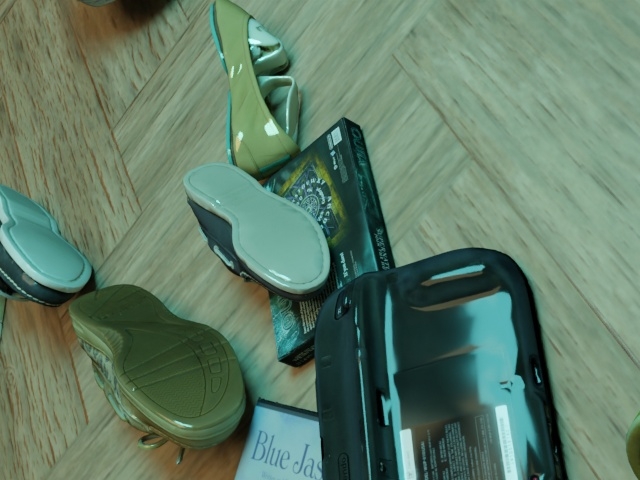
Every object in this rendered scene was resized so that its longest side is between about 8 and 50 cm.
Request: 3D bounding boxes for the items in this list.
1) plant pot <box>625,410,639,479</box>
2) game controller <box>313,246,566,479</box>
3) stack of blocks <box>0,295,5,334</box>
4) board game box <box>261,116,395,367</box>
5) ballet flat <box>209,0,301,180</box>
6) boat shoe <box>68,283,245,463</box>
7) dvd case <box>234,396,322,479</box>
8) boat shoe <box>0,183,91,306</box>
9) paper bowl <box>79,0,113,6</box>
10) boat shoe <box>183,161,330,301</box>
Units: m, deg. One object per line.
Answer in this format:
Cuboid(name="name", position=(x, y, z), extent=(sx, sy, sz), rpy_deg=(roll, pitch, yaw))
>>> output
Cuboid(name="plant pot", position=(0.307, 0.010, 0.419), extent=(0.275, 0.275, 0.293), rpy_deg=(7, 61, 50))
Cuboid(name="game controller", position=(0.079, 0.154, 0.725), extent=(0.166, 0.067, 0.319), rpy_deg=(-13, 59, 16))
Cuboid(name="stack of blocks", position=(-0.486, 0.174, 1.345), extent=(0.171, 0.087, 0.297), rpy_deg=(-26, 53, 39))
Cuboid(name="board game box", position=(0.000, 0.000, 0.930), extent=(0.126, 0.026, 0.186), rpy_deg=(-37, 47, 32))
Cuboid(name="ballet flat", position=(-0.059, -0.156, 1.060), extent=(0.073, 0.080, 0.232), rpy_deg=(-17, 57, 10))
Cuboid(name="boat shoe", position=(-0.147, 0.124, 0.992), extent=(0.285, 0.104, 0.089), rpy_deg=(33, 135, 56))
Cuboid(name="dvd case", position=(-0.023, 0.257, 0.826), extent=(0.180, 0.022, 0.253), rpy_deg=(3, 73, 49))
Cuboid(name="boat shoe", position=(-0.347, 0.023, 1.256), extent=(0.091, 0.114, 0.302), rpy_deg=(-59, 27, 5))
Cuboid(name="paper bowl", position=(-0.233, -0.419, 1.319), extent=(0.284, 0.148, 0.284), rpy_deg=(-25, 54, 40))
Cuboid(name="boat shoe", position=(-0.053, 0.002, 0.938), extent=(0.206, 0.075, 0.065), rpy_deg=(42, 147, 45))
